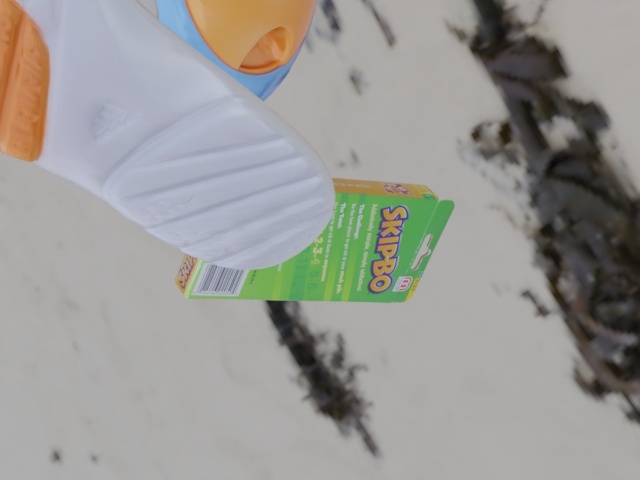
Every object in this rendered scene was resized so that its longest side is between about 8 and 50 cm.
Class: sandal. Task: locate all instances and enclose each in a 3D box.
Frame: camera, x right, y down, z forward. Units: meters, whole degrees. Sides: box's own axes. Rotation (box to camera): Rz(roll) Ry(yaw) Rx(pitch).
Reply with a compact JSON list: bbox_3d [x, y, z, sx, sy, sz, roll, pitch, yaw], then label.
[{"bbox_3d":[-0.105,-0.080,0.685,0.265,0.102,0.076,39,-161,-29],"label":"sandal"}]

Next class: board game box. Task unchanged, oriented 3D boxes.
[{"bbox_3d":[0.000,0.000,1.485,0.039,0.259,0.124,53,129,45],"label":"board game box"}]

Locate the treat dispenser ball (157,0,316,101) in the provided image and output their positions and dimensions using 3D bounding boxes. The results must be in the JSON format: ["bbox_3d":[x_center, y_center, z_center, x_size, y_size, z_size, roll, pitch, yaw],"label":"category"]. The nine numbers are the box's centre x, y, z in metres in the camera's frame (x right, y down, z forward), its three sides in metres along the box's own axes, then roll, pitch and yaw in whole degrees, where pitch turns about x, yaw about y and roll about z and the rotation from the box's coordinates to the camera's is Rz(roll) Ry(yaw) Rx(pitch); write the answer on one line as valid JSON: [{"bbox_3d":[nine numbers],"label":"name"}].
[{"bbox_3d":[-0.143,-0.216,1.272,0.288,0.288,0.288,39,145,34],"label":"treat dispenser ball"}]
